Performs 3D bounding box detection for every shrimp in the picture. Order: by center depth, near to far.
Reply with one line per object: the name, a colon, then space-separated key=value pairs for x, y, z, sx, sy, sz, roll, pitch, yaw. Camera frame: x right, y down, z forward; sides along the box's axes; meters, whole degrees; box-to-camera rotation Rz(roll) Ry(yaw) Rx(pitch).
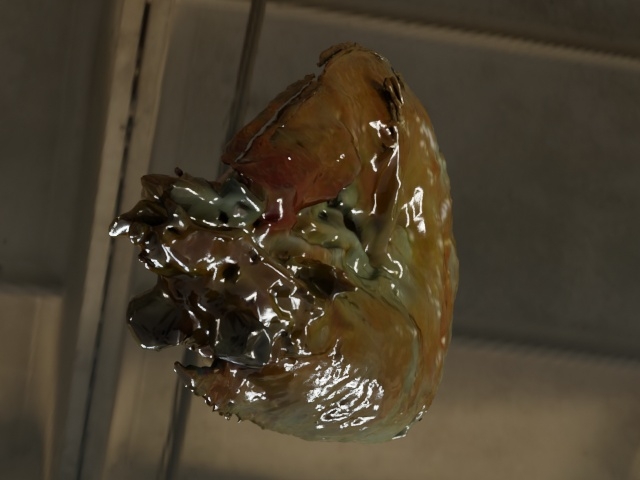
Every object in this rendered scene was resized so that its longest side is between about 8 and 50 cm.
shrimp: x=-0.001 y=0.000 z=0.593 sx=0.062 sy=0.294 sz=0.154 roll=2 pitch=-92 yaw=17
